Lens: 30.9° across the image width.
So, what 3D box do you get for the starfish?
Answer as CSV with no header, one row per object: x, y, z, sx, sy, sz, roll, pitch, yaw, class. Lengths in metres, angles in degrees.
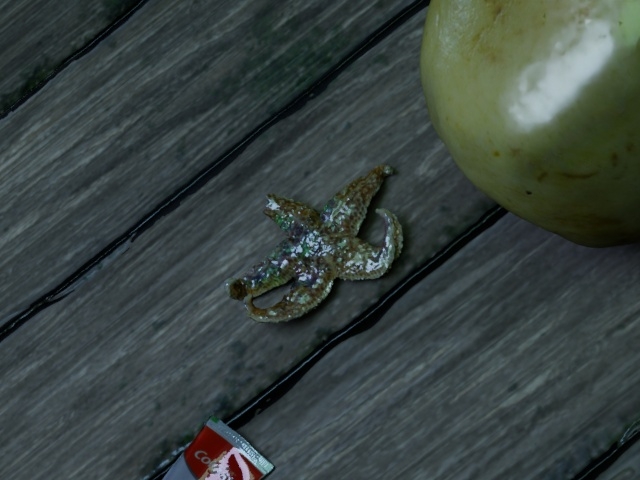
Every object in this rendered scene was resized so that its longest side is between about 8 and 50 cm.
0.001,0.003,1.161,0.150,0.053,0.209,37,81,16,starfish

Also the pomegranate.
0.251,-0.150,0.969,0.332,0.332,0.332,-7,67,18,pomegranate

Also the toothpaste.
-0.175,0.301,1.105,0.301,0.048,0.075,-47,57,-4,toothpaste
